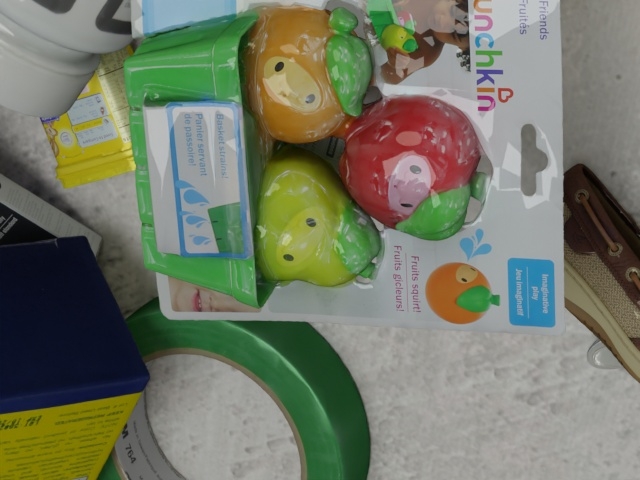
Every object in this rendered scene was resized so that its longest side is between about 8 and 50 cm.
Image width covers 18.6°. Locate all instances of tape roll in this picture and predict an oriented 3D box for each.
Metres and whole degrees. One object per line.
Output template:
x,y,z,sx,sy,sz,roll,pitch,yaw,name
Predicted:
-0.107,0.208,2.076,0.321,0.077,0.321,10,116,22,tape roll

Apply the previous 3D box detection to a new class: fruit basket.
0.019,-0.070,1.578,0.353,0.165,0.327,5,114,19,fruit basket

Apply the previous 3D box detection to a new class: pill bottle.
-0.215,-0.304,1.795,0.204,0.204,0.361,39,111,6,pill bottle

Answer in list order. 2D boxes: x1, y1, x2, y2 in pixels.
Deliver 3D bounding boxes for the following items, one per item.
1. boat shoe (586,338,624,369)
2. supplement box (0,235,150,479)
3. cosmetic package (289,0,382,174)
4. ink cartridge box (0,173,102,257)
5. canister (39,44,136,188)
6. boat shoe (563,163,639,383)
0.297,0.106,1.857,0.100,0.035,0.035,-12,105,29,boat shoe
-0.351,0.185,2.046,0.195,0.194,0.356,61,140,30,supplement box
-0.003,-0.184,1.766,0.224,0.224,0.138,25,120,14,cosmetic package
-0.377,0.012,2.097,0.208,0.045,0.206,34,126,-19,ink cartridge box
-0.235,-0.151,1.985,0.126,0.073,0.170,-13,104,29,canister
0.324,0.064,1.765,0.342,0.123,0.123,46,107,24,boat shoe
